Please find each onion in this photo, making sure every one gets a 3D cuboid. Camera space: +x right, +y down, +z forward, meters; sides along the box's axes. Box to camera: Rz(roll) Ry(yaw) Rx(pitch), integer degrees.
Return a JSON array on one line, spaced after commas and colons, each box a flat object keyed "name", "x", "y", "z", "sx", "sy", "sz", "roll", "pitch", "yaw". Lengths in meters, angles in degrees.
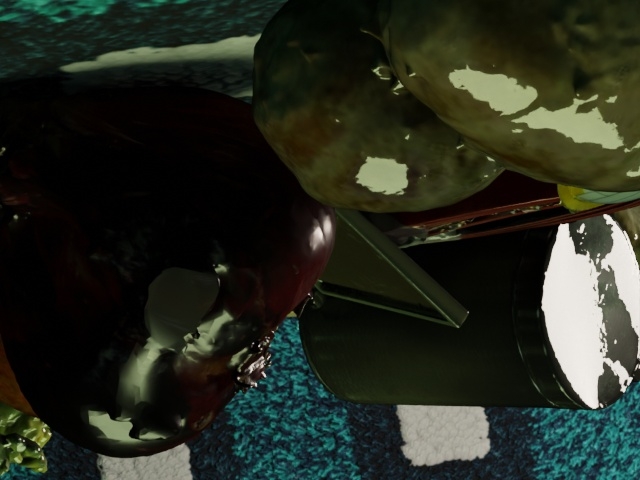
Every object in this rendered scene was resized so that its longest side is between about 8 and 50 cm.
[{"name": "onion", "x": -0.120, "y": 0.023, "z": 1.077, "sx": 0.281, "sy": 0.280, "sz": 0.221, "roll": -7, "pitch": -152, "yaw": -18}]

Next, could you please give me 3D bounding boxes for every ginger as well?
[{"name": "ginger", "x": 0.081, "y": -0.096, "z": 0.805, "sx": 0.304, "sy": 0.155, "sz": 0.245, "roll": -2, "pitch": -173, "yaw": 44}]

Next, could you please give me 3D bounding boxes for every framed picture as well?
[{"name": "framed picture", "x": 0.001, "y": -0.001, "z": 1.367, "sx": 0.192, "sy": 0.018, "sz": 0.265, "roll": 42, "pitch": 166, "yaw": -23}]

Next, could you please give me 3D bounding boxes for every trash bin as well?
[{"name": "trash bin", "x": 0.153, "y": 0.074, "z": 1.565, "sx": 0.302, "sy": 0.202, "sz": 0.252, "roll": -5, "pitch": 151, "yaw": 40}]

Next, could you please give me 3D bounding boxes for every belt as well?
[{"name": "belt", "x": 0.148, "y": -0.063, "z": 1.336, "sx": 0.227, "sy": 0.115, "sz": 0.324, "roll": 1, "pitch": 171, "yaw": -45}]

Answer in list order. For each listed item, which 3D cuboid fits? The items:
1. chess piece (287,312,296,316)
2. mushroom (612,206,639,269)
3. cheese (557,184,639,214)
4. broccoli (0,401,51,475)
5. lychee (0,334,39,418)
[{"name": "chess piece", "x": -0.020, "y": 0.001, "z": 1.799, "sx": 0.143, "sy": 0.142, "sz": 0.261, "roll": -7, "pitch": 167, "yaw": -10}, {"name": "mushroom", "x": 0.291, "y": -0.026, "z": 1.675, "sx": 0.267, "sy": 0.189, "sz": 0.164, "roll": 16, "pitch": 158, "yaw": 26}, {"name": "cheese", "x": 0.221, "y": -0.099, "z": 1.093, "sx": 0.177, "sy": 0.069, "sz": 0.270, "roll": -50, "pitch": 150, "yaw": 8}, {"name": "broccoli", "x": -0.432, "y": 0.151, "z": 1.726, "sx": 0.324, "sy": 0.272, "sz": 0.334, "roll": 3, "pitch": -163, "yaw": 34}, {"name": "lychee", "x": -0.257, "y": 0.067, "z": 1.585, "sx": 0.255, "sy": 0.300, "sz": 0.255, "roll": -35, "pitch": -168, "yaw": 8}]
